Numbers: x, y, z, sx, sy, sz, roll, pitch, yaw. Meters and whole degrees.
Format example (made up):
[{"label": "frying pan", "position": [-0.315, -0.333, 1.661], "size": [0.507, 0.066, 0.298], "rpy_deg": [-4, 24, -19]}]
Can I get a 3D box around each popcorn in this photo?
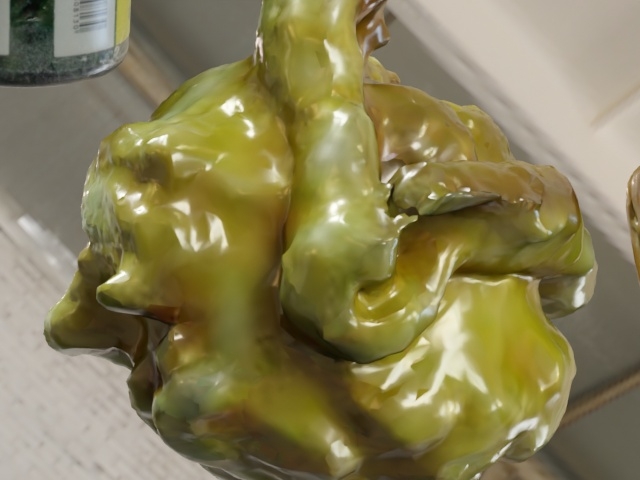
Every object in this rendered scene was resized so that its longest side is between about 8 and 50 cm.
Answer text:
[{"label": "popcorn", "position": [0.001, 0.010, 0.945], "size": [0.326, 0.290, 0.321], "rpy_deg": [35, -15, 46]}]

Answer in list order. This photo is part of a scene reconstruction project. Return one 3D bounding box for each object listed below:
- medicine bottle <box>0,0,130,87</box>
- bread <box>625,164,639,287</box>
[{"label": "medicine bottle", "position": [-0.180, -0.248, 1.004], "size": [0.141, 0.141, 0.293], "rpy_deg": [15, -65, 25]}, {"label": "bread", "position": [0.238, 0.072, 0.938], "size": [0.139, 0.077, 0.271], "rpy_deg": [137, -52, -59]}]
